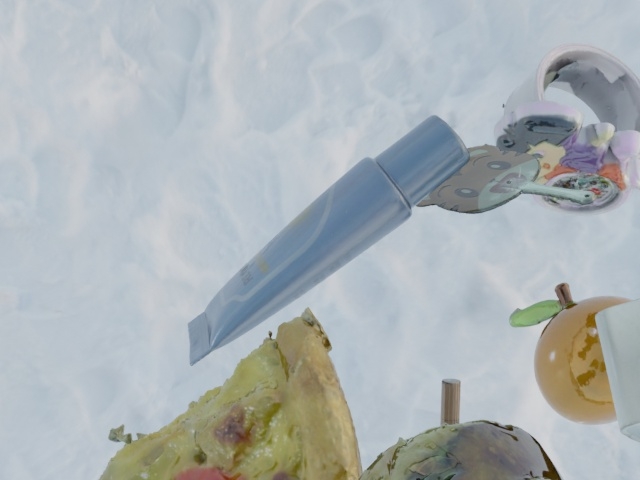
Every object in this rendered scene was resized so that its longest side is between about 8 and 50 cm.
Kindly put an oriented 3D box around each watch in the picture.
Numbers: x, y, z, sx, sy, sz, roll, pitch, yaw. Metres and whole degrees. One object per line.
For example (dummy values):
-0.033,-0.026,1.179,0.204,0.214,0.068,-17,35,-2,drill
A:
0.365,-0.181,1.326,0.244,0.196,0.231,20,63,-13,watch

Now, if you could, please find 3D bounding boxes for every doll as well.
0.408,0.157,1.395,0.213,0.213,0.236,-27,66,-9,doll

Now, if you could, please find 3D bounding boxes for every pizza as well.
-0.100,0.219,0.728,0.287,0.075,0.280,-19,66,12,pizza

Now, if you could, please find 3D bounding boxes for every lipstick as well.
0.119,0.175,0.846,0.019,0.019,0.094,0,95,-8,lipstick

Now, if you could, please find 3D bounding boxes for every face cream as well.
0.000,0.000,1.050,0.385,0.135,0.086,-38,107,2,face cream

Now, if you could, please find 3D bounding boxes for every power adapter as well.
0.385,0.171,0.978,0.125,0.130,0.205,-21,60,29,power adapter

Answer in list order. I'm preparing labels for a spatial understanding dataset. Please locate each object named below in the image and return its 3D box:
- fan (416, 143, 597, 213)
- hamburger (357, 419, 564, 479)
0.227,-0.067,1.107,0.152,0.226,0.008,-39,125,-30,fan
0.113,0.236,0.592,0.211,0.132,0.309,-48,121,-31,hamburger
